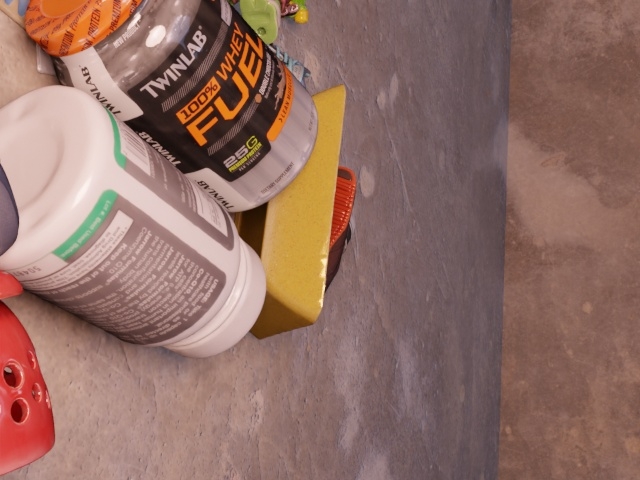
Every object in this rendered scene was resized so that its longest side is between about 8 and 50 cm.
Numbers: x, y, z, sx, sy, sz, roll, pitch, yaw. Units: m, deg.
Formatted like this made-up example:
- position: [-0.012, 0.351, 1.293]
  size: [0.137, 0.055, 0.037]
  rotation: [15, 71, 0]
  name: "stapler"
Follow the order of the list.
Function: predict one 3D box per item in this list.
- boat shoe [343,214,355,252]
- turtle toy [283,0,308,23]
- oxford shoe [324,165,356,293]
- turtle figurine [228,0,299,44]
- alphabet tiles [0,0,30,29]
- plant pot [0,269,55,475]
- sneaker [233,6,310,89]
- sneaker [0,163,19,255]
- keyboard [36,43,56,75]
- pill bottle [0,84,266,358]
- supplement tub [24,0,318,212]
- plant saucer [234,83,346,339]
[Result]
- position: [0.011, -0.053, 1.524]
  size: [0.219, 0.078, 0.070]
  rotation: [58, 40, -48]
  name: "boat shoe"
- position: [-0.070, -0.418, 1.380]
  size: [0.130, 0.066, 0.095]
  rotation: [4, 85, -62]
  name: "turtle toy"
- position: [0.000, 0.000, 1.462]
  size: [0.271, 0.097, 0.098]
  rotation: [-67, 159, 2]
  name: "oxford shoe"
- position: [-0.084, -0.402, 1.117]
  size: [0.198, 0.275, 0.266]
  rotation: [31, 47, -11]
  name: "turtle figurine"
- position: [-0.372, -0.399, 0.862]
  size: [0.285, 0.011, 0.342]
  rotation: [43, 52, -54]
  name: "alphabet tiles"
- position: [-0.346, 0.120, 0.729]
  size: [0.191, 0.191, 0.174]
  rotation: [-14, 94, -62]
  name: "plant pot"
- position: [-0.081, -0.273, 1.297]
  size: [0.283, 0.122, 0.110]
  rotation: [53, 45, -48]
  name: "sneaker"
- position: [-0.336, -0.139, 0.743]
  size: [0.131, 0.112, 0.319]
  rotation: [-36, 103, -55]
  name: "sneaker"
- position: [-0.268, -0.236, 1.063]
  size: [0.256, 0.014, 0.072]
  rotation: [-6, 100, -62]
  name: "keyboard"
- position: [-0.220, 0.002, 0.942]
  size: [0.361, 0.204, 0.204]
  rotation: [45, 51, -53]
  name: "pill bottle"
- position: [-0.169, -0.198, 0.989]
  size: [0.338, 0.207, 0.207]
  rotation: [41, 54, -45]
  name: "supplement tub"
- position: [-0.068, -0.033, 1.218]
  size: [0.081, 0.333, 0.333]
  rotation: [11, 76, -17]
  name: "plant saucer"
